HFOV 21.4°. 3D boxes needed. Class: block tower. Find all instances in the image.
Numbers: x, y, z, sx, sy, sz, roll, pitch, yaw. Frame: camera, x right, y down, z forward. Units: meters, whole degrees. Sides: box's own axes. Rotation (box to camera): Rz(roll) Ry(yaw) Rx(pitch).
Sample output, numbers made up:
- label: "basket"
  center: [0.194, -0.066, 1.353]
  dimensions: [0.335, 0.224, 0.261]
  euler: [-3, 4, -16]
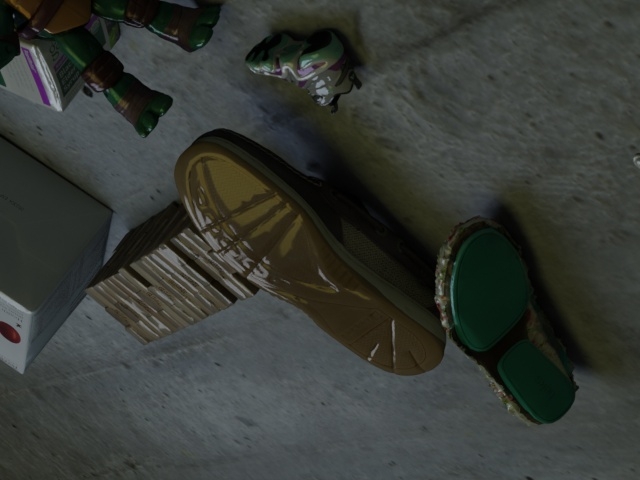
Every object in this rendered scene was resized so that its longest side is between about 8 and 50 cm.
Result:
- label: "block tower"
  center: [-0.128, 0.019, 1.637]
  dimensions: [0.091, 0.097, 0.335]
  euler: [41, 157, -11]

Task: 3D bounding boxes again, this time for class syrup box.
- label: "syrup box"
  center: [-0.297, -0.205, 1.437]
  dimensions: [0.237, 0.093, 0.096]
  euler: [24, 153, 19]

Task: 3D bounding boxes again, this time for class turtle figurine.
- label: "turtle figurine"
  center: [-0.204, -0.186, 1.289]
  dimensions: [0.234, 0.175, 0.118]
  euler: [30, -163, -19]

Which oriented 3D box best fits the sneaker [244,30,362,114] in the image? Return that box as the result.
- label: "sneaker"
  center: [-0.010, -0.123, 1.289]
  dimensions: [0.098, 0.038, 0.069]
  euler: [6, 142, 49]

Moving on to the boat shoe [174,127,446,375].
- label: "boat shoe"
  center: [0.000, 0.000, 1.432]
  dimensions: [0.285, 0.092, 0.103]
  euler: [39, 133, -15]

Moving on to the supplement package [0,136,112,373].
- label: "supplement package"
  center: [-0.352, 0.008, 1.839]
  dimensions: [0.194, 0.149, 0.203]
  euler: [34, 155, 4]

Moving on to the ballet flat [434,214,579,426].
- label: "ballet flat"
  center: [0.138, 0.063, 1.389]
  dimensions: [0.077, 0.091, 0.241]
  euler: [42, 165, 50]

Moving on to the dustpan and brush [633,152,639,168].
- label: "dustpan and brush"
  center: [0.297, -0.030, 1.028]
  dimensions: [0.211, 0.060, 0.147]
  euler: [24, 153, 24]
